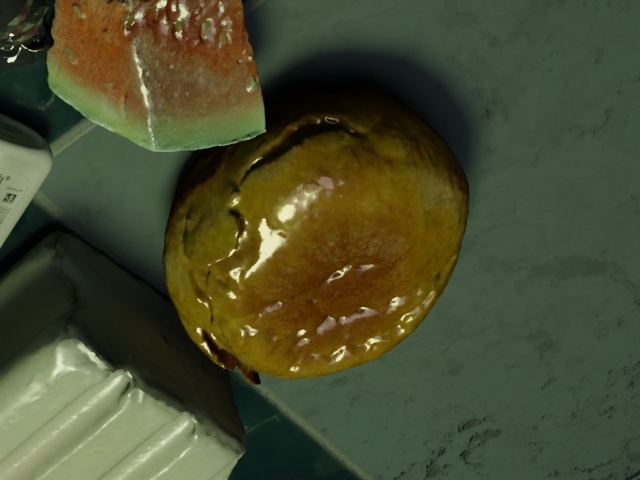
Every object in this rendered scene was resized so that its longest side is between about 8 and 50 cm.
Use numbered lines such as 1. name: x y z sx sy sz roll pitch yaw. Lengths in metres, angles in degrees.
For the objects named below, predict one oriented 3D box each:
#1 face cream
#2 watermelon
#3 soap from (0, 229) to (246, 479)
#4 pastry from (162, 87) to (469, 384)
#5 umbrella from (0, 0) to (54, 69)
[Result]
1. face cream: -0.393 -0.009 1.632 0.144 0.071 0.291 20 120 -29
2. watermelon: -0.154 -0.220 1.517 0.193 0.140 0.257 -9 124 -22
3. soap: -0.312 0.246 1.781 0.435 0.213 0.350 -42 126 18
4. pastry: 0.000 0.000 1.709 0.356 0.164 0.356 -9 128 -12
5. umbrella: -0.297 -0.259 1.397 0.110 0.122 0.272 23 148 15
